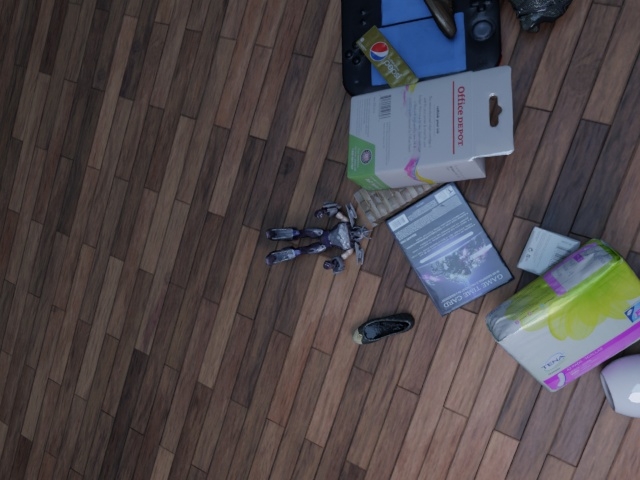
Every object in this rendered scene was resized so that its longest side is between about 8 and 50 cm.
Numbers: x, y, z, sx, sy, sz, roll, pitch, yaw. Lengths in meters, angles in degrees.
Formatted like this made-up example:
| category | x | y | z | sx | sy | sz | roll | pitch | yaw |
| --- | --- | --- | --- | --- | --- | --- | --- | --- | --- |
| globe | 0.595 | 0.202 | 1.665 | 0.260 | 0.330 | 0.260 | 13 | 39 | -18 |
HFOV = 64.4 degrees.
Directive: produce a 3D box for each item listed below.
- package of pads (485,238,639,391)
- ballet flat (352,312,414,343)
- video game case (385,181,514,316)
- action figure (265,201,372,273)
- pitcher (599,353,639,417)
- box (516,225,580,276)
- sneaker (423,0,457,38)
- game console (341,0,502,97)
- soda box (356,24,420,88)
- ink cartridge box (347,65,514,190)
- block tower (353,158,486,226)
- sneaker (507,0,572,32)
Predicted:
| category | x | y | z | sx | sy | sz | roll | pitch | yaw |
| --- | --- | --- | --- | --- | --- | --- | --- | --- | --- |
| package of pads | 0.526 | 0.161 | 1.060 | 0.296 | 0.101 | 0.229 | -42 | 113 | 17 |
| ballet flat | 0.156 | 0.222 | 1.292 | 0.173 | 0.049 | 0.057 | -23 | 81 | 21 |
| video game case | 0.309 | 0.021 | 1.235 | 0.196 | 0.026 | 0.274 | -32 | 83 | 19 |
| action figure | 0.000 | 0.000 | 1.328 | 0.285 | 0.099 | 0.185 | -9 | 82 | 19 |
| pitcher | 0.698 | 0.310 | 1.022 | 0.207 | 0.125 | 0.177 | -16 | 53 | 16 |
| box | 0.504 | 0.030 | 1.129 | 0.102 | 0.087 | 0.101 | 23 | 100 | 21 |
| sneaker | 0.279 | -0.558 | 1.171 | 0.071 | 0.066 | 0.188 | -29 | 76 | 16 |
| game console | 0.237 | -0.527 | 1.245 | 0.387 | 0.060 | 0.341 | -2 | 90 | 21 |
| soda box | 0.166 | -0.420 | 1.214 | 0.061 | 0.058 | 0.181 | -39 | 76 | 17 |
| ink cartridge box | 0.245 | -0.235 | 1.114 | 0.354 | 0.119 | 0.206 | -4 | 75 | 29 |
| block tower | 0.238 | -0.154 | 1.231 | 0.336 | 0.097 | 0.090 | -33 | 78 | 20 |
| sneaker | 0.432 | -0.534 | 1.120 | 0.228 | 0.087 | 0.130 | 16 | 125 | 7 |
